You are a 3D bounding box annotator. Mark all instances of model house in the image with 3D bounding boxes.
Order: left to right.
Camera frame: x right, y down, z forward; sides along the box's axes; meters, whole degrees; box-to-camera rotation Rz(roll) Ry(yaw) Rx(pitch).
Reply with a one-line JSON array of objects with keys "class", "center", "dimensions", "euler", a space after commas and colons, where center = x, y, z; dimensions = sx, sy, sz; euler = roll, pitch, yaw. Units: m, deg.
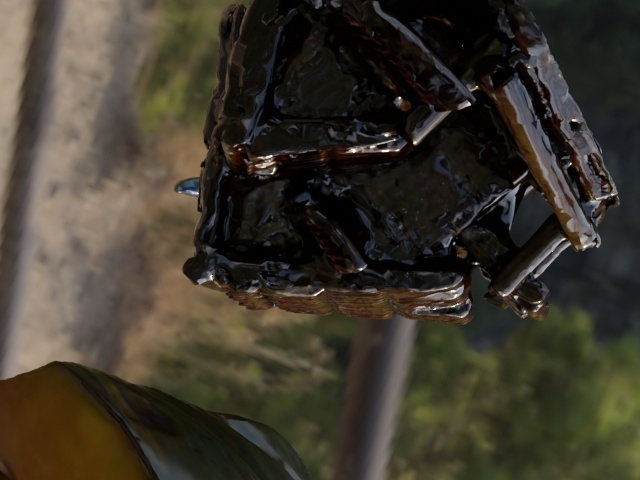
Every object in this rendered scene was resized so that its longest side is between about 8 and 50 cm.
[{"class": "model house", "center": [0.032, -0.041, 1.381], "dimensions": [0.282, 0.297, 0.317], "euler": [-35, 174, -3]}]

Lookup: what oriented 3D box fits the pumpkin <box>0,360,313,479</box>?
[{"class": "pumpkin", "center": [-0.128, 0.208, 0.886], "dimensions": [0.225, 0.303, 0.256], "euler": [16, 53, -63]}]

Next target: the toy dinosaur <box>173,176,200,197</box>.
[{"class": "toy dinosaur", "center": [0.000, 0.000, 1.710], "dimensions": [0.247, 0.075, 0.188], "euler": [-10, 77, -25]}]
